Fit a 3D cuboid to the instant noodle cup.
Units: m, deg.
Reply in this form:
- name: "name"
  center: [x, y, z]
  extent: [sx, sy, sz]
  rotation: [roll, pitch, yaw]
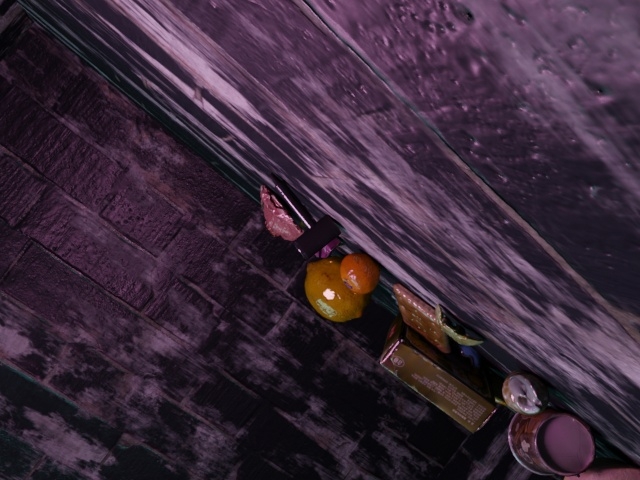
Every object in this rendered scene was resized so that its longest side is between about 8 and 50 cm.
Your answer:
- name: "instant noodle cup"
  center: [0.699, 0.603, 1.617]
  extent: [0.217, 0.217, 0.207]
  rotation: [38, 169, 13]

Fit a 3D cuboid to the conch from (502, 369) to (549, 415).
- name: "conch"
  center: [0.544, 0.401, 1.421]
  extent: [0.116, 0.106, 0.173]
  rotation: [60, 163, 17]

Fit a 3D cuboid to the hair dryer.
- name: "hair dryer"
  center: [-0.071, -0.076, 1.503]
  extent: [0.255, 0.128, 0.070]
  rotation: [49, 177, 2]

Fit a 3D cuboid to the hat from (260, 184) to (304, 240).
- name: "hat"
  center: [-0.156, -0.085, 2.095]
  extent: [0.237, 0.107, 0.286]
  rotation: [52, 162, 7]

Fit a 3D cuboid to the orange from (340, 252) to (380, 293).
- name: "orange"
  center: [0.124, 0.098, 1.664]
  extent: [0.135, 0.117, 0.135]
  rotation: [36, 153, 22]

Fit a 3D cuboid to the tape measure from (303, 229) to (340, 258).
- name: "tape measure"
  center: [0.000, 0.000, 1.801]
  extent: [0.118, 0.074, 0.125]
  rotation: [44, 151, 8]

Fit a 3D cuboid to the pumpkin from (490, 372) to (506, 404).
- name: "pumpkin"
  center: [0.724, 0.610, 2.219]
  extent: [0.217, 0.110, 0.217]
  rotation: [30, 165, 9]

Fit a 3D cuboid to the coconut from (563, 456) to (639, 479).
- name: "coconut"
  center: [0.868, 0.795, 1.563]
  extent: [0.297, 0.297, 0.309]
  rotation: [37, -179, 17]

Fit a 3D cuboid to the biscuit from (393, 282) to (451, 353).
- name: "biscuit"
  center: [0.341, 0.269, 1.802]
  extent: [0.217, 0.044, 0.325]
  rotation: [36, 167, 28]

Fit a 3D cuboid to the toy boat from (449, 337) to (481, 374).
- name: "toy boat"
  center: [0.498, 0.398, 1.932]
  extent: [0.185, 0.077, 0.075]
  rotation: [38, 175, 6]

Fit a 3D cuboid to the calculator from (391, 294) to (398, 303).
- name: "calculator"
  center: [0.355, 0.276, 2.231]
  extent: [0.153, 0.021, 0.095]
  rotation: [34, 175, 12]

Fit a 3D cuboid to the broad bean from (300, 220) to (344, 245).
- name: "broad bean"
  center: [-0.009, -0.033, 1.909]
  extent: [0.227, 0.039, 0.069]
  rotation: [35, 180, 38]

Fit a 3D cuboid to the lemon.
- name: "lemon"
  center: [0.068, 0.194, 2.229]
  extent: [0.310, 0.258, 0.258]
  rotation: [40, 176, 12]

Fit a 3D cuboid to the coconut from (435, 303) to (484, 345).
- name: "coconut"
  center: [0.378, 0.249, 1.504]
  extent: [0.158, 0.055, 0.133]
  rotation: [38, 175, 23]

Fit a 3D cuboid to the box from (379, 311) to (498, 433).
- name: "box"
  center: [0.437, 0.463, 2.004]
  extent: [0.420, 0.138, 0.373]
  rotation: [36, -164, 4]
